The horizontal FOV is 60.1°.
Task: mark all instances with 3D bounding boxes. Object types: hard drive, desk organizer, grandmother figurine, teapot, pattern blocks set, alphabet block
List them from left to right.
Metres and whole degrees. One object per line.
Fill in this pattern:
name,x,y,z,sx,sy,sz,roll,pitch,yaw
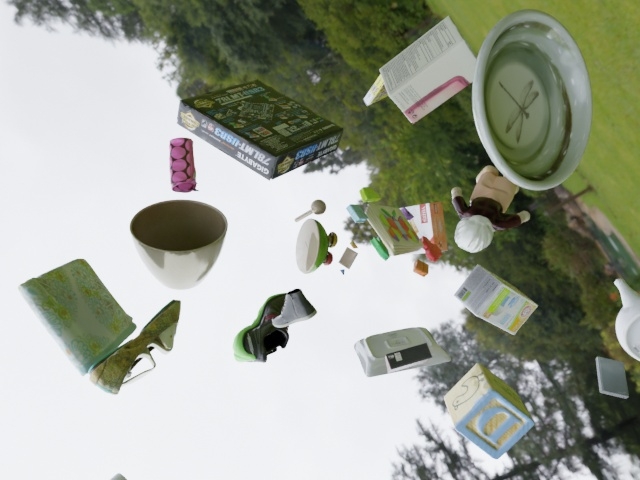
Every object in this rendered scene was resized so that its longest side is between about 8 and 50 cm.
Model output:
pattern blocks set,0.199,-0.029,1.457,0.285,0.026,0.325,52,-152,9
desk organizer,0.252,0.343,1.611,0.050,0.130,0.047,100,154,-61
alphabet block,0.559,0.568,1.856,0.193,0.192,0.197,40,-169,-7
grandmother figurine,0.437,-0.080,1.447,0.342,0.208,0.104,-47,-40,-45
hard drive,1.027,0.483,1.953,0.022,0.094,0.135,99,-175,-50
teapot,1.106,0.275,1.836,0.187,0.253,0.255,-54,-35,-62

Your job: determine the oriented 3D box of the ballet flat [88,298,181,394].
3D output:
ballet flat,-0.488,0.303,1.563,0.123,0.123,0.348,54,-138,-8

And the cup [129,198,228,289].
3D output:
cup,-0.502,0.037,1.986,0.331,0.332,0.236,-93,9,-56

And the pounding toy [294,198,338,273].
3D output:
pounding toy,0.000,0.000,1.847,0.110,0.183,0.236,8,-118,-25

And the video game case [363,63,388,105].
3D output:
video game case,0.297,-0.573,1.874,0.035,0.275,0.248,60,163,4

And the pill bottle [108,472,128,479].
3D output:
pill bottle,-0.588,0.709,1.457,0.187,0.112,0.112,-35,-87,-41

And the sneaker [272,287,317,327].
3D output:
sneaker,-0.118,0.252,2.103,0.083,0.222,0.118,-38,-78,-50

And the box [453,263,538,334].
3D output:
box,0.486,0.165,1.528,0.203,0.114,0.103,28,-167,-38

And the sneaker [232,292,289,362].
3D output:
sneaker,-0.219,0.416,2.556,0.482,0.202,0.185,-52,-31,-53

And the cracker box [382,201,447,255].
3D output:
cracker box,0.297,-0.033,1.802,0.067,0.232,0.155,-6,-92,-38

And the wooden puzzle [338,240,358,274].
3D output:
wooden puzzle,0.101,0.063,1.987,0.014,0.116,0.078,28,-170,-39

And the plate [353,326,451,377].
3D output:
plate,0.261,0.358,1.855,0.278,0.278,0.045,-117,16,-78

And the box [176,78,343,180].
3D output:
box,-0.140,-0.280,1.350,0.293,0.073,0.295,31,-143,18

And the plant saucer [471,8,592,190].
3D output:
plant saucer,0.467,-0.314,1.274,0.400,0.400,0.101,48,157,-24

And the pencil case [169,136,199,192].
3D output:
pencil case,-0.489,-0.274,1.984,0.095,0.098,0.209,15,-123,-50

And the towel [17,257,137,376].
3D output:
towel,-0.749,0.226,1.739,0.320,0.090,0.374,54,-175,-7

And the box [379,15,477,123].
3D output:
box,0.294,-0.454,1.481,0.127,0.232,0.148,38,-150,-37
